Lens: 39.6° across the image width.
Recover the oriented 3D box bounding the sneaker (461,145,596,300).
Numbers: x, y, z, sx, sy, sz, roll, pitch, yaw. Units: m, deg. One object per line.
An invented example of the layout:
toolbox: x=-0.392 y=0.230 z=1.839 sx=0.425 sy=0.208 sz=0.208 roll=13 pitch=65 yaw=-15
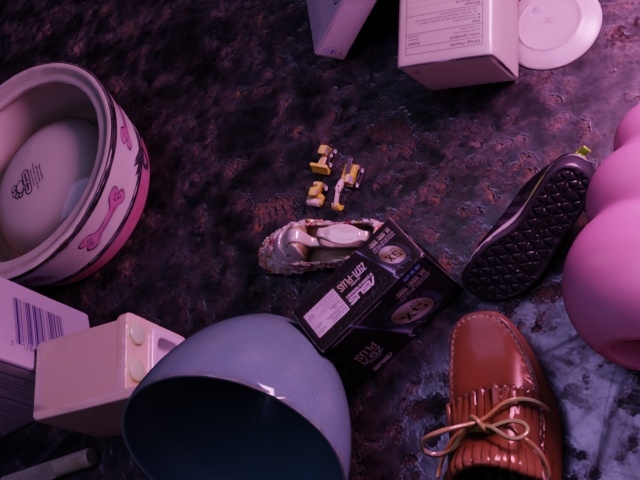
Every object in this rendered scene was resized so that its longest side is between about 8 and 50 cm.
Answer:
sneaker: x=0.276 y=-0.020 z=1.153 sx=0.084 sy=0.097 sz=0.235 roll=38 pitch=111 yaw=-4

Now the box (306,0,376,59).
box: x=0.056 y=-0.467 z=1.340 sx=0.322 sy=0.058 sz=0.232 roll=126 pitch=143 yaw=-51

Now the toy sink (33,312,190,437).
toy sink: x=-0.283 y=0.198 z=1.322 sx=0.234 sy=0.153 sz=0.131 roll=-17 pitch=62 yaw=24

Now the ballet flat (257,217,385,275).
ballet flat: x=0.000 y=0.000 z=1.289 sx=0.241 sy=0.077 sz=0.091 roll=-7 pitch=68 yaw=28

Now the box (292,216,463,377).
box: x=0.078 y=0.080 z=1.169 sx=0.180 sy=0.147 sz=0.077 roll=-44 pitch=55 yaw=6

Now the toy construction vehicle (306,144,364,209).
toy construction vehicle: x=0.015 y=-0.097 z=1.346 sx=0.086 sy=0.035 sz=0.098 roll=15 pitch=78 yaw=33

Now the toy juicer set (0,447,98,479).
toy juicer set: x=-0.380 y=0.429 z=1.318 sx=0.209 sy=0.089 sz=0.329 roll=-40 pitch=56 yaw=10

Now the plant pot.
plant pot: x=-0.084 y=0.210 z=1.159 sx=0.290 sy=0.290 sz=0.195 roll=-10 pitch=33 yaw=26

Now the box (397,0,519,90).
box: x=0.200 y=-0.385 z=1.270 sx=0.148 sy=0.121 sz=0.311 roll=0 pitch=82 yaw=30

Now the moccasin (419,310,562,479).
moccasin: x=0.199 y=0.262 z=1.024 sx=0.139 sy=0.147 sz=0.380 roll=-8 pitch=66 yaw=27

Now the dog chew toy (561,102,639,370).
dog chew toy: x=0.391 y=-0.022 z=1.013 sx=0.206 sy=0.206 sz=0.332 roll=0 pitch=62 yaw=29

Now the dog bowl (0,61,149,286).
dog bowl: x=-0.476 y=-0.099 z=1.556 sx=0.408 sy=0.150 sz=0.408 roll=-11 pitch=66 yaw=25

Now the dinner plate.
dinner plate: x=0.329 y=-0.309 z=1.270 sx=0.141 sy=0.017 sz=0.141 roll=-12 pitch=63 yaw=25

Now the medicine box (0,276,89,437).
medicine box: x=-0.555 y=0.198 z=1.407 sx=0.289 sy=0.263 sz=0.149 roll=-27 pitch=59 yaw=17
